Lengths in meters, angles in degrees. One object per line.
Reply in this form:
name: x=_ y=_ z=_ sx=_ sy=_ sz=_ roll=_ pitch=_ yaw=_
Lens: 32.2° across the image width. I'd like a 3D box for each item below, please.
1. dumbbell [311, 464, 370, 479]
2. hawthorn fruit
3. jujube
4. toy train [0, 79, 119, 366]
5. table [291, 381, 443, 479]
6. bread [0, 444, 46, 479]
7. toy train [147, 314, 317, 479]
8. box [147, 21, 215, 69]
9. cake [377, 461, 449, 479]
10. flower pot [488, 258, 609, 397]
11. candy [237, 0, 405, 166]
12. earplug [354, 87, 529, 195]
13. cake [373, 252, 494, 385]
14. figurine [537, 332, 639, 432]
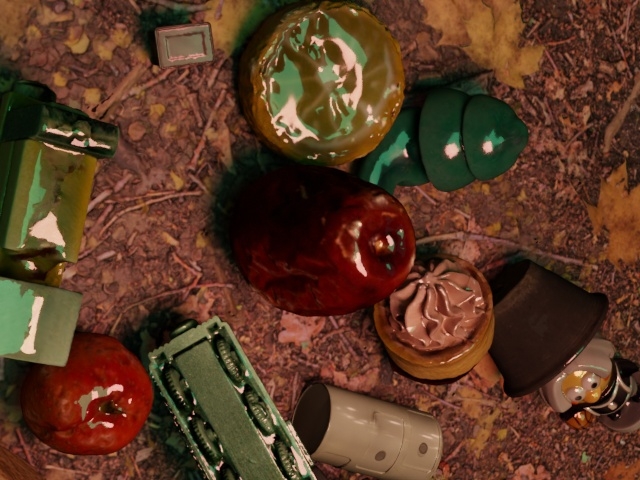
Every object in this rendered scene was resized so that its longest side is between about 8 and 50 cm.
dumbbell: x=-0.059 y=0.451 z=1.736 sx=0.325 sy=0.143 sz=0.143 roll=-24 pitch=108 yaw=-20
hawthorn fruit: x=-0.317 y=0.222 z=1.542 sx=0.179 sy=0.200 sz=0.179 roll=-7 pitch=105 yaw=-30
jujube: x=0.000 y=0.000 z=1.588 sx=0.223 sy=0.318 sz=0.223 roll=-2 pitch=94 yaw=-32
toy train: x=-0.383 y=-0.017 z=1.409 sx=0.160 sy=0.253 sz=0.397 roll=17 pitch=81 yaw=-35
table: x=0.075 y=0.314 z=1.787 sx=0.220 sy=0.126 sz=0.126 roll=20 pitch=90 yaw=-26
bread: x=-0.516 y=0.416 z=1.387 sx=0.390 sy=0.371 sz=0.279 roll=-48 pitch=114 yaw=-10
toy train: x=-0.122 y=0.263 z=1.624 sx=0.138 sy=0.178 sz=0.330 roll=-29 pitch=90 yaw=2
box: x=-0.201 y=-0.278 z=1.583 sx=0.084 sy=0.063 sz=0.060 roll=-12 pitch=102 yaw=-22
cake: x=0.131 y=0.452 z=1.887 sx=0.225 sy=0.090 sz=0.110 roll=-13 pitch=103 yaw=-42
flower pot: x=0.348 y=0.128 z=1.853 sx=0.148 sy=0.235 sz=0.235 roll=45 pitch=79 yaw=-6
candy: x=0.001 y=-0.236 z=1.663 sx=0.259 sy=0.118 sz=0.260 roll=-4 pitch=103 yaw=-20
earplug: x=0.189 y=-0.122 z=1.742 sx=0.164 sy=0.280 sz=0.258 roll=50 pitch=40 yaw=-44
cake: x=0.170 y=0.113 z=1.727 sx=0.208 sy=0.185 sz=0.178 roll=-47 pitch=151 yaw=-4
figurine: x=0.471 y=0.253 z=1.959 sx=0.176 sy=0.133 sz=0.236 roll=-45 pitch=128 yaw=17
